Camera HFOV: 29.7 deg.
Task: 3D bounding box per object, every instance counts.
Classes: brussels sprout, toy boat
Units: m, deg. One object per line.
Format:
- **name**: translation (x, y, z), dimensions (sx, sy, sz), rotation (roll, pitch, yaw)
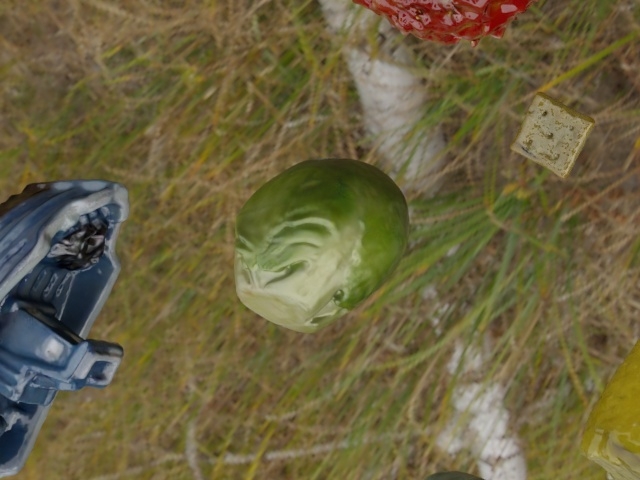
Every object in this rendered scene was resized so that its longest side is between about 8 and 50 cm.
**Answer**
- **brussels sprout**: translation (0.001, -0.003, 1.142), dimensions (0.162, 0.180, 0.144), rotation (12, 145, 5)
- **toy boat**: translation (-0.227, 0.090, 0.920), dimensions (0.142, 0.309, 0.129), rotation (29, -177, 31)

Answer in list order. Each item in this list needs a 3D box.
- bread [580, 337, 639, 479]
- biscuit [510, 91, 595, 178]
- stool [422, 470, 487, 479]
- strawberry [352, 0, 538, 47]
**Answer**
- **bread**: translation (0.394, 0.100, 0.869), dimensions (0.143, 0.333, 0.324), rotation (43, 173, -34)
- **biscuit**: translation (0.279, -0.127, 1.454), dimensions (0.083, 0.018, 0.081), rotation (33, 110, 22)
- **stool**: translation (0.053, 0.217, 0.566), dimensions (0.199, 0.195, 0.195), rotation (159, 100, -68)
- **strawberry**: translation (0.097, -0.240, 0.867), dimensions (0.234, 0.178, 0.233), rotation (-1, 113, -2)
